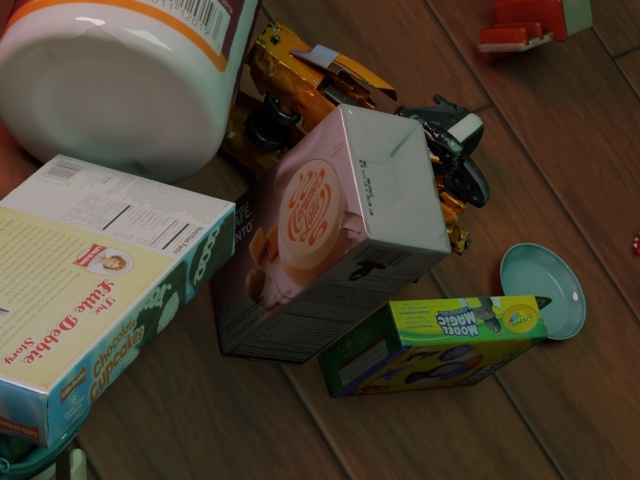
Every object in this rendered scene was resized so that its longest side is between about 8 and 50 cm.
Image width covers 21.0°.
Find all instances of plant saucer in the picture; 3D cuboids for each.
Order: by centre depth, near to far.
[{"bbox_3d":[0.241,0.060,1.914,0.119,0.021,0.119,19,52,-26],"label":"plant saucer"}]

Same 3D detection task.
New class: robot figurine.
[{"bbox_3d":[0.034,-0.085,1.733,0.291,0.211,0.085,36,43,-4],"label":"robot figurine"}]

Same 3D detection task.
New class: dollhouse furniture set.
[{"bbox_3d":[0.240,-0.362,2.044,0.135,0.262,0.259,-21,108,-41],"label":"dollhouse furniture set"}]

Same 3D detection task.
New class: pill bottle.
[{"bbox_3d":[-0.164,-0.261,1.678,0.224,0.224,0.392,29,48,-19],"label":"pill bottle"}]

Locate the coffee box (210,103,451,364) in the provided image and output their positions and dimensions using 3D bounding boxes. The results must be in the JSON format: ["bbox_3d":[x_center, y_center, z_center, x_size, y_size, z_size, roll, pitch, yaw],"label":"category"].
[{"bbox_3d":[0.000,0.000,1.613,0.098,0.246,0.141,9,58,-34],"label":"coffee box"}]

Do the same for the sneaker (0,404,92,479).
[{"bbox_3d":[-0.296,0.176,1.375,0.275,0.110,0.107,-31,83,-44],"label":"sneaker"}]

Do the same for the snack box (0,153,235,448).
[{"bbox_3d":[-0.224,0.040,1.460,0.187,0.060,0.322,16,34,19],"label":"snack box"}]

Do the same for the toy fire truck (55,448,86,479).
[{"bbox_3d":[-0.129,0.282,1.345,0.246,0.217,0.158,45,46,-10],"label":"toy fire truck"}]

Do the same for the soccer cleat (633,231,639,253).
[{"bbox_3d":[0.402,-0.006,2.073,0.035,0.029,0.083,41,41,-2],"label":"soccer cleat"}]

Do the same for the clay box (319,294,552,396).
[{"bbox_3d":[0.125,0.104,1.724,0.222,0.127,0.053,0,63,-36],"label":"clay box"}]

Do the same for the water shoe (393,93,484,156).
[{"bbox_3d":[0.097,-0.099,1.890,0.080,0.073,0.203,37,38,19],"label":"water shoe"}]
